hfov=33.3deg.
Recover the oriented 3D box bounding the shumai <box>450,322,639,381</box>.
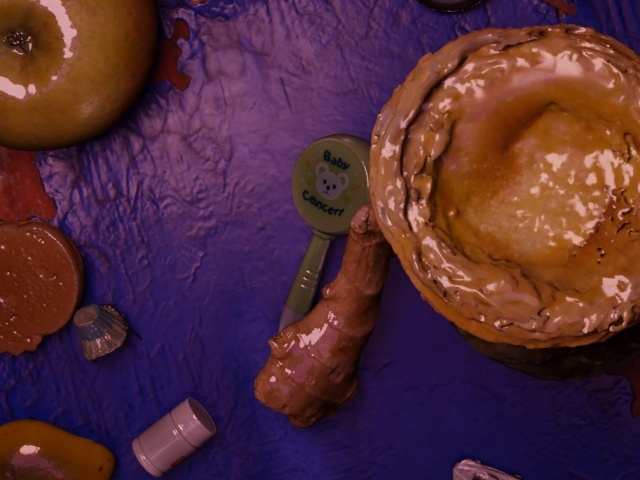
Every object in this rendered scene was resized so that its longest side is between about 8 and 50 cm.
[{"bbox_3d":[0.245,-0.026,1.105,0.324,0.323,0.397,-24,93,6],"label":"shumai"}]

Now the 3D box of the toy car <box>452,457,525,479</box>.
[{"bbox_3d":[0.202,0.292,1.285,0.093,0.025,0.041,19,95,-1],"label":"toy car"}]

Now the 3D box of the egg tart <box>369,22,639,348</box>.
[{"bbox_3d":[0.180,-0.045,0.895,0.288,0.118,0.288,-1,84,7],"label":"egg tart"}]

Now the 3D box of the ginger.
[{"bbox_3d":[0.012,0.084,1.204,0.131,0.086,0.294,7,117,-25],"label":"ginger"}]

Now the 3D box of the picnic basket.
[{"bbox_3d":[-0.255,0.110,1.264,0.065,0.083,0.083,-28,132,-2],"label":"picnic basket"}]

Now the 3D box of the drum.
[{"bbox_3d":[0.017,0.004,1.226,0.130,0.049,0.253,12,101,34],"label":"drum"}]

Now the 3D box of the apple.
[{"bbox_3d":[-0.298,-0.226,1.163,0.261,0.194,0.260,0,102,-1],"label":"apple"}]

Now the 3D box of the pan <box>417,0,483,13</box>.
[{"bbox_3d":[0.154,-0.364,1.211,0.115,0.040,0.212,7,103,2],"label":"pan"}]

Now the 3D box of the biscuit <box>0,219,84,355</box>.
[{"bbox_3d":[-0.358,0.054,1.266,0.170,0.050,0.170,2,103,8],"label":"biscuit"}]

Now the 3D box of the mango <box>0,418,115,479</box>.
[{"bbox_3d":[-0.326,0.267,1.275,0.161,0.076,0.103,7,90,-8],"label":"mango"}]

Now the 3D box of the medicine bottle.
[{"bbox_3d":[-0.174,0.235,1.274,0.089,0.057,0.057,-39,93,5],"label":"medicine bottle"}]
